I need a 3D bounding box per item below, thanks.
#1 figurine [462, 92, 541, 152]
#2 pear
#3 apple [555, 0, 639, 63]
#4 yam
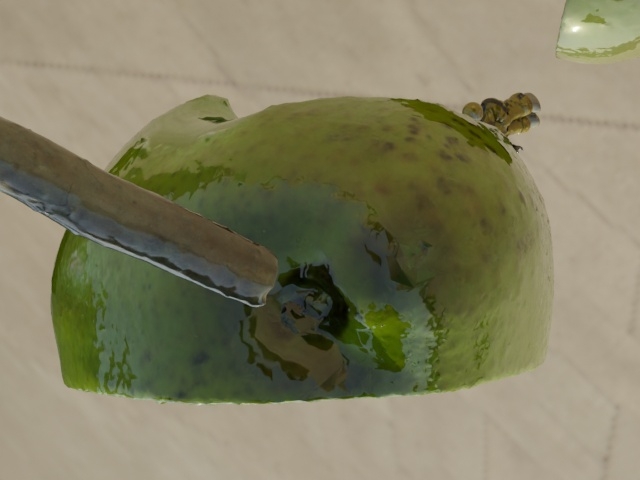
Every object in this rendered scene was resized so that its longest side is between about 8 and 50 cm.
[{"bbox_3d":[0.144,-0.098,1.722,0.068,0.143,0.101,41,172,37],"label":"figurine"},{"bbox_3d":[0.000,0.000,0.962,0.292,0.292,0.159,-174,81,-67],"label":"pear"},{"bbox_3d":[0.196,-0.272,1.310,0.292,0.292,0.254,47,-160,-1],"label":"apple"},{"bbox_3d":[-0.115,-0.035,0.607,0.234,0.029,0.027,28,144,-22],"label":"yam"}]
